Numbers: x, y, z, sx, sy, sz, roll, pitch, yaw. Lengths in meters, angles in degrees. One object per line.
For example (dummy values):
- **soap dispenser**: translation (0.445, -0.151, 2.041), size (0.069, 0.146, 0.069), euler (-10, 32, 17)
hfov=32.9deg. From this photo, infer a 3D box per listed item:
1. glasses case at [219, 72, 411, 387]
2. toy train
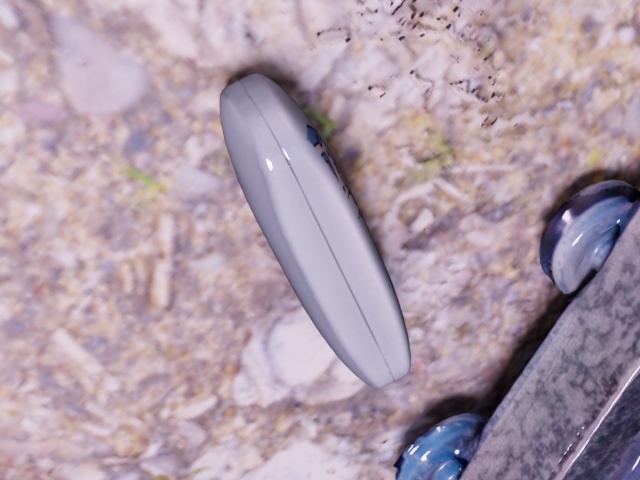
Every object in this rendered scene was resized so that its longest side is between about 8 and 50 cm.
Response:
- **glasses case**: translation (0.000, 0.000, 0.515), size (0.045, 0.067, 0.178), euler (-29, 128, -3)
- **toy train**: translation (0.181, 0.101, 0.632), size (0.202, 0.131, 0.299), euler (17, 113, -40)
